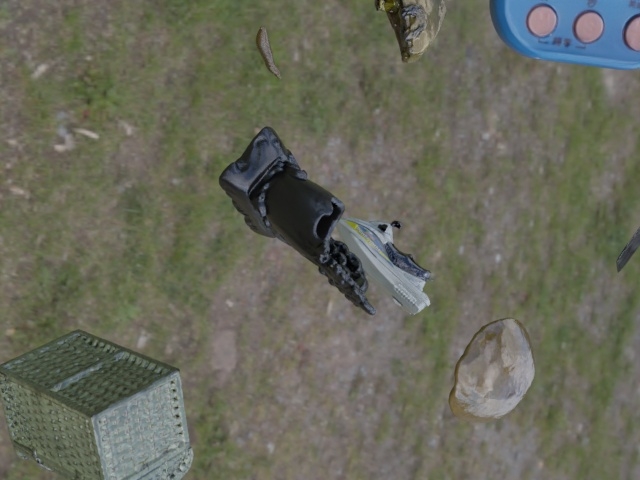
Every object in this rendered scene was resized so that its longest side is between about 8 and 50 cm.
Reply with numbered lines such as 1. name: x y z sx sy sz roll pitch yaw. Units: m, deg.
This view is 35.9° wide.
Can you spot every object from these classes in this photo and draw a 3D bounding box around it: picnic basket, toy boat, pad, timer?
1. picnic basket: -0.269 0.219 1.186 0.134 0.196 0.154 -27 122 -45
2. toy boat: 0.068 -0.387 1.307 0.121 0.089 0.321 -19 84 -16
3. pad: 0.494 -0.070 1.387 0.267 0.004 0.181 -56 161 3
4. timer: 0.463 -0.456 1.687 0.340 0.115 0.309 5 102 -8
5. toy boat: 0.147 0.039 2.173 0.141 0.141 0.269 -35 93 -42

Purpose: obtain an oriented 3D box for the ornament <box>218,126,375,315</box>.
1. ornament: 0.000 0.000 1.289 0.106 0.260 0.251 -43 162 -4

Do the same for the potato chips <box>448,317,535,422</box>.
1. potato chips: 0.298 0.224 1.625 0.195 0.062 0.208 -55 134 -15

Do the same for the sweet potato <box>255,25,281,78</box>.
1. sweet potato: -0.092 -0.321 1.696 0.026 0.026 0.115 -56 148 -28
